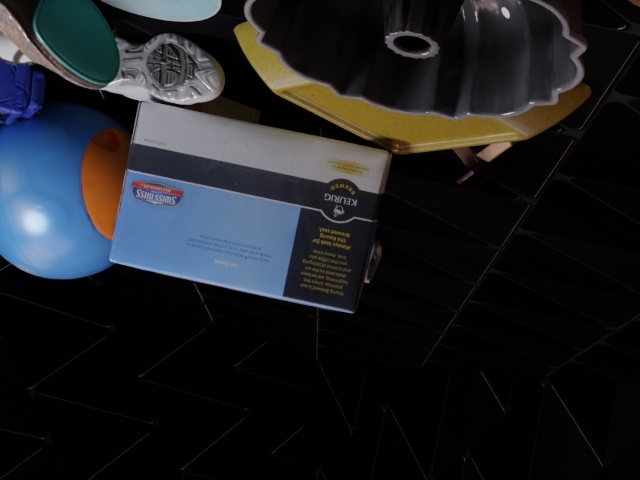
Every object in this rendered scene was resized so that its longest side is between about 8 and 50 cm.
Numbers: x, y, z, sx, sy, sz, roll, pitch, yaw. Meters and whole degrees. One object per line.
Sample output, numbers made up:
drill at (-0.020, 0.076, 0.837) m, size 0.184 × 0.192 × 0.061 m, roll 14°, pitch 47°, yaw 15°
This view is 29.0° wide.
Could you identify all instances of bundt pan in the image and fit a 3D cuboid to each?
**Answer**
bundt pan at (0.100, -0.240, 1.188) m, size 0.331 × 0.124 × 0.331 m, roll 12°, pitch 163°, yaw 4°

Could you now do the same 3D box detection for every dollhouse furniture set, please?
dollhouse furniture set at (0.226, -0.154, 1.731) m, size 0.081 × 0.091 × 0.114 m, roll 53°, pitch 134°, yaw -1°

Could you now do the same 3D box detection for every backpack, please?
backpack at (-0.479, -0.222, 1.889) m, size 0.101 × 0.098 × 0.120 m, roll 15°, pitch 167°, yaw -26°

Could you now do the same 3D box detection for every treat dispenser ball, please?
treat dispenser ball at (-0.417, -0.080, 2.010) m, size 0.288 × 0.288 × 0.288 m, roll 12°, pitch 167°, yaw 3°

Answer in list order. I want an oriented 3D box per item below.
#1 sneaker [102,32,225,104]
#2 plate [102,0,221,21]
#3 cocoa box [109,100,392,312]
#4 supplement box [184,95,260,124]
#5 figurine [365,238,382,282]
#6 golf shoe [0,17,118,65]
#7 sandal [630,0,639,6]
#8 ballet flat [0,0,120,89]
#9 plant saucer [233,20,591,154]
sneaker at (-0.209, -0.227, 1.684) m, size 0.232 × 0.090 × 0.115 m, roll 14°, pitch 177°, yaw 34°
plate at (-0.205, -0.306, 1.440) m, size 0.188 × 0.024 × 0.188 m, roll 11°, pitch 167°, yaw 3°
cocoa box at (-0.092, -0.043, 1.743) m, size 0.347 × 0.228 × 0.231 m, roll 12°, pitch 180°, yaw 2°
supplement box at (-0.149, -0.189, 1.859) m, size 0.098 × 0.036 × 0.062 m, roll 18°, pitch 166°, yaw -27°
figurine at (0.000, 0.000, 2.459) m, size 0.209 × 0.092 × 0.215 m, roll 16°, pitch 170°, yaw 19°
golf shoe at (-0.363, -0.282, 1.609) m, size 0.198 × 0.077 × 0.094 m, roll -2°, pitch 151°, yaw 26°
sandal at (0.313, -0.249, 1.124) m, size 0.102 × 0.076 × 0.265 m, roll 23°, pitch -168°, yaw 21°
ballet flat at (-0.362, -0.292, 1.466) m, size 0.106 × 0.107 × 0.316 m, roll 8°, pitch 153°, yaw 37°
plant saucer at (0.105, -0.190, 1.528) m, size 0.333 × 0.081 × 0.333 m, roll 22°, pitch 164°, yaw -39°
